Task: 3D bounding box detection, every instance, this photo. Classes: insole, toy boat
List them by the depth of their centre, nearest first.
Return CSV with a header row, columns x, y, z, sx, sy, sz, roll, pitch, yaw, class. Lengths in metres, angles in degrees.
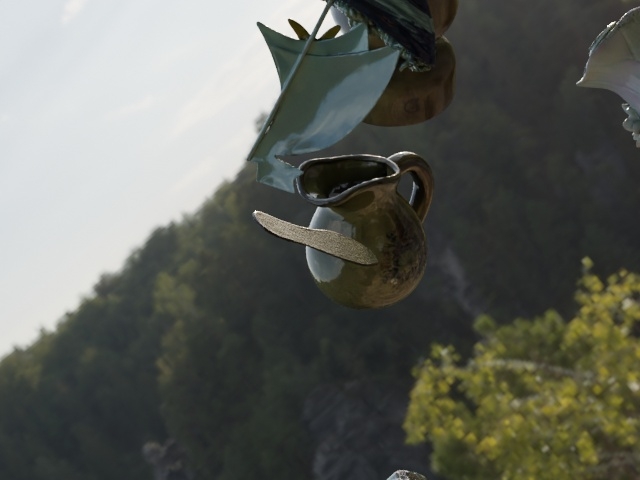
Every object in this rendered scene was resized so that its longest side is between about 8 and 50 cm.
x,y,z,sx,sy,sz,roll,pitch,yaw,class
-0.002,-0.186,1.191,0.291,0.220,0.067,-62,-6,13,toy boat
0.000,0.000,1.595,0.253,0.086,0.005,16,-65,-41,insole

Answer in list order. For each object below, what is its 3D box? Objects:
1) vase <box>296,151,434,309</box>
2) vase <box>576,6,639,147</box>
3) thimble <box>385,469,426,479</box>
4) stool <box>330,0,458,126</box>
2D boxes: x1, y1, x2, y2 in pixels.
x,y,z,sx,sy,sz,roll,pitch,yaw,class
0.111,-0.052,2.064,0.241,0.302,0.329,21,45,39,vase
0.670,-0.225,1.856,0.250,0.445,0.250,-46,-12,-13,vase
0.134,0.458,1.551,0.149,0.211,0.185,-40,-25,9,thimble
0.100,-0.312,1.437,0.179,0.179,0.264,-40,-36,-31,stool
